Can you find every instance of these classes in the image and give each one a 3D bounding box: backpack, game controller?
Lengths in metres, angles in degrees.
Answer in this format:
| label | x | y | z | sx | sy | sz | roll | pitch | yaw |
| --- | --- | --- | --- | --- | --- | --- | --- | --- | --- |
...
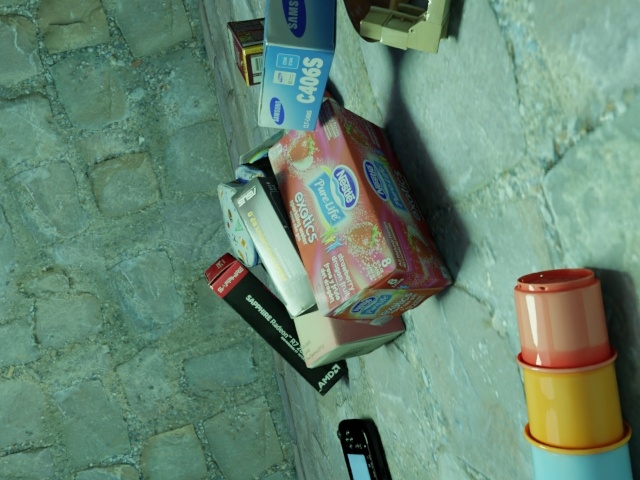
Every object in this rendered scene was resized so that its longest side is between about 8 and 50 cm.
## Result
| label | x | y | z | sx | sy | sz | roll | pitch | yaw |
| --- | --- | --- | --- | --- | --- | --- | --- | --- | --- |
| backpack | -0.095 | -0.042 | 1.363 | 0.264 | 0.213 | 0.276 | 70 | 167 | -18 |
| game controller | 0.108 | 0.531 | 1.310 | 0.166 | 0.067 | 0.320 | 122 | 133 | -73 |

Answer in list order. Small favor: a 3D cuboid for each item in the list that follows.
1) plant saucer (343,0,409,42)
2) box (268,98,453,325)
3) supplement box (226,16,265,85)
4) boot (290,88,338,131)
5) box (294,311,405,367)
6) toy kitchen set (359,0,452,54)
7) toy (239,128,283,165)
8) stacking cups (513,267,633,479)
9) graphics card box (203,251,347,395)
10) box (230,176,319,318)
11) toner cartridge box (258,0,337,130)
| label | x | y | z | sx | sy | sz | roll | pitch | yaw |
| --- | --- | --- | --- | --- | --- | --- | --- | --- | --- |
| plant saucer | 0.063 | -0.335 | 0.730 | 0.200 | 0.037 | 0.200 | 167 | 90 | -78 |
| box | 0.045 | -0.033 | 0.799 | 0.122 | 0.128 | 0.257 | -37 | 57 | 30 |
| supplement box | -0.131 | -0.411 | 1.352 | 0.188 | 0.104 | 0.081 | -117 | 19 | -51 |
| boot | -0.026 | -0.194 | 1.158 | 0.244 | 0.088 | 0.176 | 101 | 155 | -43 |
| box | 0.024 | 0.073 | 1.041 | 0.149 | 0.126 | 0.233 | 128 | 129 | -58 |
| toy kitchen set | 0.093 | -0.244 | 0.633 | 0.075 | 0.083 | 0.068 | 92 | -158 | -48 |
| toy | -0.143 | -0.179 | 1.623 | 0.056 | 0.137 | 0.237 | 48 | 160 | 9 |
| stacking cups | 0.202 | 0.182 | 0.503 | 0.096 | 0.095 | 0.317 | 179 | 80 | -77 |
| graphics card box | -0.113 | 0.190 | 1.491 | 0.371 | 0.094 | 0.233 | 47 | 172 | -11 |
| box | 0.000 | 0.000 | 0.885 | 0.056 | 0.231 | 0.183 | -35 | 76 | 29 |
| toner cartridge box | -0.026 | -0.327 | 0.762 | 0.165 | 0.075 | 0.348 | 109 | 164 | -68 |
